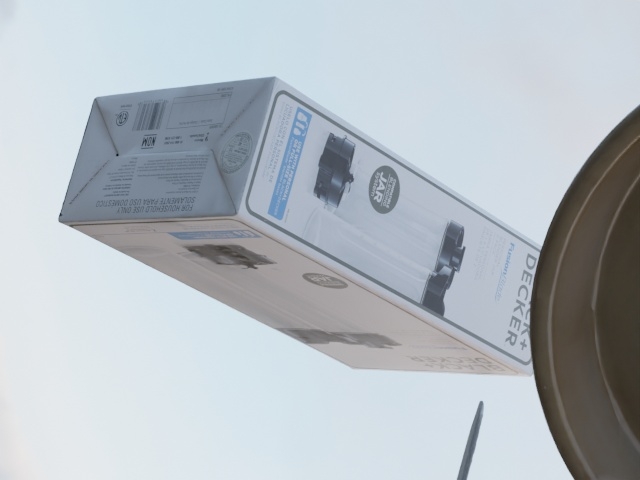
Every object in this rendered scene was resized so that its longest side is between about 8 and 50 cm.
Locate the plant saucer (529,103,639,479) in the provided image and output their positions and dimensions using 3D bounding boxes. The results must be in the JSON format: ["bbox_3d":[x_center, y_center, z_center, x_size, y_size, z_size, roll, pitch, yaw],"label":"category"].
[{"bbox_3d":[0.223,0.039,0.754,0.041,0.278,0.278,-59,140,-61],"label":"plant saucer"}]

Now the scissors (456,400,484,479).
[{"bbox_3d":[0.083,0.274,1.462,0.109,0.021,0.297,102,1,-68],"label":"scissors"}]

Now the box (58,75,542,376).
[{"bbox_3d":[0.000,0.000,1.208,0.169,0.290,0.087,-1,-112,43],"label":"box"}]
